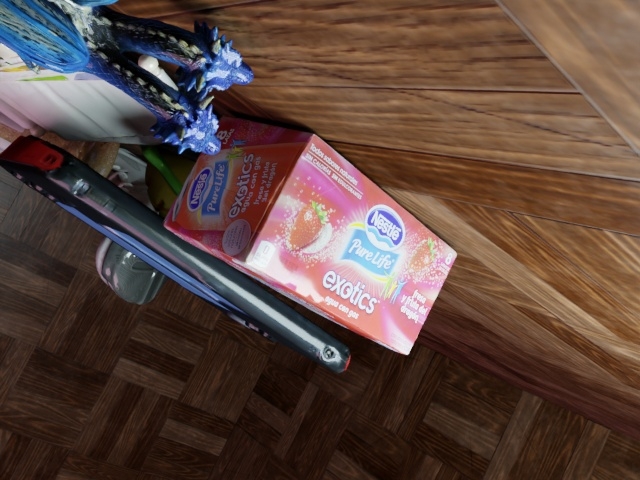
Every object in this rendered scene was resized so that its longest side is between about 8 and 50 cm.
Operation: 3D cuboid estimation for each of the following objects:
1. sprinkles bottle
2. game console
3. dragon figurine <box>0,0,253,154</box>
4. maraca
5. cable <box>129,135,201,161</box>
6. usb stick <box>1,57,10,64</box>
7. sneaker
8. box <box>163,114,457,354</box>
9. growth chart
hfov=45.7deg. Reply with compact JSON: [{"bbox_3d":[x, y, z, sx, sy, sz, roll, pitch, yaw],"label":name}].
[{"bbox_3d":[-0.476,-0.193,1.124,0.355,0.121,0.121,26,173,9],"label":"sprinkles bottle"},{"bbox_3d":[-0.178,0.014,0.873,0.386,0.060,0.342,37,173,-28],"label":"game console"},{"bbox_3d":[-0.161,-0.142,0.415,0.144,0.085,0.289,21,172,41],"label":"dragon figurine"},{"bbox_3d":[-0.178,-0.077,0.962,0.185,0.099,0.127,52,-179,-28],"label":"maraca"},{"bbox_3d":[-0.202,-0.115,0.838,0.287,0.072,0.139,32,169,-25],"label":"cable"},{"bbox_3d":[-0.510,-0.270,0.990,0.278,0.045,0.077,30,169,-20],"label":"usb stick"},{"bbox_3d":[-0.338,-0.045,1.248,0.258,0.169,0.447,29,-170,-2],"label":"sneaker"},{"bbox_3d":[0.000,0.000,0.721,0.128,0.122,0.257,20,170,44],"label":"box"},{"bbox_3d":[-0.223,-0.131,0.697,0.237,0.021,0.172,6,159,16],"label":"growth chart"}]
